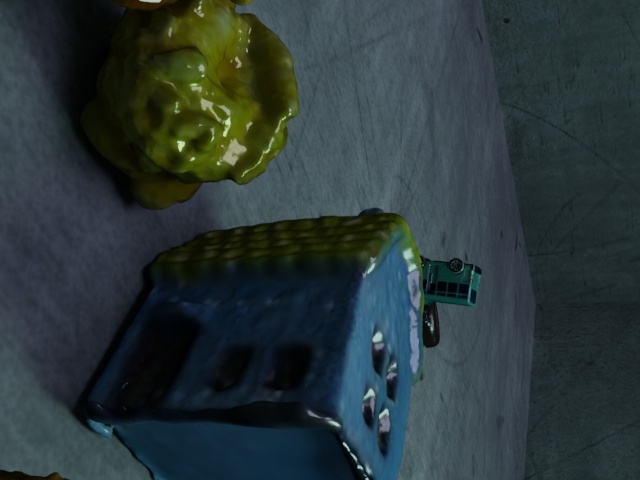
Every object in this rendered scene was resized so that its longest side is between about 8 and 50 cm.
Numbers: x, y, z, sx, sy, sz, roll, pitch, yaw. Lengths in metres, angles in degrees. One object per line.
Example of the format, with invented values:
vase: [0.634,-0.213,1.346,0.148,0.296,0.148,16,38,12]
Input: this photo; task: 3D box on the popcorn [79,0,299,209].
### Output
popcorn: [-0.114,-0.129,0.650,0.197,0.155,0.198,12,74,-45]

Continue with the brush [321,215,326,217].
brush: [0.000,0.000,1.069,0.024,0.008,0.083,49,44,-51]

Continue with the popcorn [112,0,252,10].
popcorn: [-0.128,-0.298,0.525,0.332,0.265,0.225,53,-9,21]

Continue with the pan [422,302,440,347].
pan: [0.214,0.157,1.517,0.212,0.040,0.115,34,50,-63]

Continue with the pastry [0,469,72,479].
pastry: [-0.203,0.229,0.431,0.188,0.103,0.189,-3,90,-67]

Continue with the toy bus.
toy bus: [0.213,0.077,1.382,0.079,0.160,0.092,25,73,-65]

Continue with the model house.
model house: [-0.031,0.095,0.690,0.303,0.237,0.215,-71,148,-43]
